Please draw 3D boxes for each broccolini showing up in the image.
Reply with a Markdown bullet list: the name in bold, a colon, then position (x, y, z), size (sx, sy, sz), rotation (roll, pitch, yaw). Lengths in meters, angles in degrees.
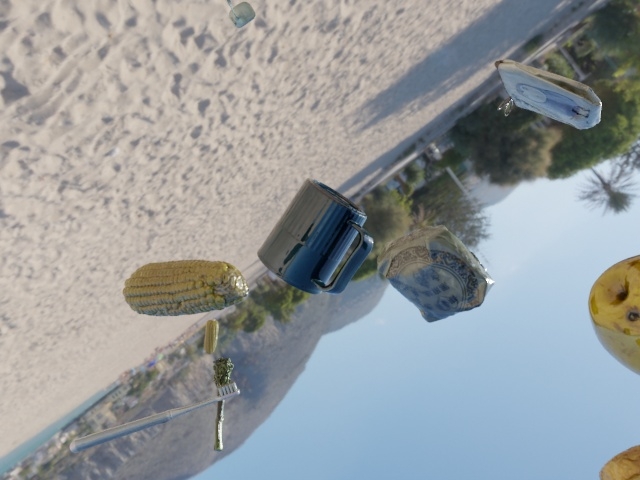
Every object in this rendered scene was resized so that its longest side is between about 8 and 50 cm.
- **broccolini**: position (-0.236, 0.386, 1.223), size (0.051, 0.054, 0.239), rotation (-23, -138, 12)

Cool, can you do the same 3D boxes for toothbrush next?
- **toothbrush**: position (-0.332, 0.361, 1.043), size (0.342, 0.030, 0.025), rotation (-18, 178, -12)

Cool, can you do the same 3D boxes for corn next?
- **corn**: position (-0.280, 0.095, 1.033), size (0.321, 0.119, 0.119), rotation (-7, -163, 30)
- **corn**: position (-0.296, 0.261, 1.384), size (0.037, 0.092, 0.037), rotation (8, 178, 0)

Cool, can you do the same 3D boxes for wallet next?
- **wallet**: position (0.582, -0.365, 1.320), size (0.335, 0.274, 0.068), rotation (10, 104, -62)

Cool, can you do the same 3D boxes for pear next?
- **pear**: position (0.700, 0.151, 1.037), size (0.280, 0.281, 0.281), rotation (-37, 180, 0)

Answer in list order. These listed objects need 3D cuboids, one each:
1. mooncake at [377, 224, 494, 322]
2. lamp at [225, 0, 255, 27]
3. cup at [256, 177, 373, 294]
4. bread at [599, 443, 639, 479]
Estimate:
- **mooncake**: position (0.296, 0.091, 1.357), size (0.254, 0.250, 0.136), rotation (-35, -169, 48)
- **lamp**: position (-0.175, -0.493, 1.054), size (0.056, 0.050, 0.198), rotation (-33, -173, 4)
- **cup**: position (-0.016, -0.009, 1.572), size (0.292, 0.242, 0.308), rotation (-57, -160, 10)
- **bread**: position (0.649, 0.460, 0.983), size (0.236, 0.120, 0.198), rotation (-26, 140, 0)
